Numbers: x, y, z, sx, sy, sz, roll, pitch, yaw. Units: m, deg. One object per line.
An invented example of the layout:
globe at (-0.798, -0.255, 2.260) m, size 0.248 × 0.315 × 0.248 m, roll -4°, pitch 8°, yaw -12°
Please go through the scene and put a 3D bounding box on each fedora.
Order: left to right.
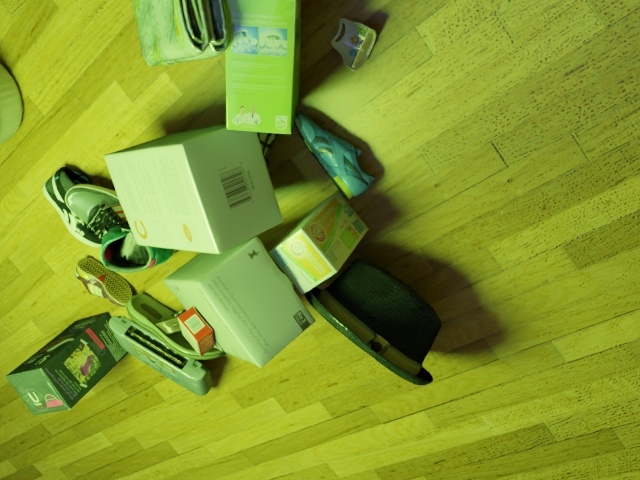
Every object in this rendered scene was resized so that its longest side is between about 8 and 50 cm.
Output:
fedora at (0.132, 0.150, 1.268) m, size 0.334 × 0.334 × 0.152 m, roll 38°, pitch 92°, yaw 1°

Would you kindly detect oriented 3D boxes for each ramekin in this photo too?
ramekin at (-0.861, -0.344, 1.473) m, size 0.273 × 0.127 × 0.272 m, roll 11°, pitch 121°, yaw 19°

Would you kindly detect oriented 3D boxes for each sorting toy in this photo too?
sorting toy at (0.058, -0.371, 1.111) m, size 0.075 × 0.045 × 0.083 m, roll 35°, pitch 126°, yaw 12°

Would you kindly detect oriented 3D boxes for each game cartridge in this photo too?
game cartridge at (-0.431, 0.319, 1.640) m, size 0.297 × 0.062 × 0.198 m, roll 28°, pitch 149°, yaw 10°

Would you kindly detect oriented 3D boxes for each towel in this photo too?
towel at (-0.267, -0.472, 1.036) m, size 0.374 × 0.090 × 0.320 m, roll 24°, pitch 121°, yaw 59°

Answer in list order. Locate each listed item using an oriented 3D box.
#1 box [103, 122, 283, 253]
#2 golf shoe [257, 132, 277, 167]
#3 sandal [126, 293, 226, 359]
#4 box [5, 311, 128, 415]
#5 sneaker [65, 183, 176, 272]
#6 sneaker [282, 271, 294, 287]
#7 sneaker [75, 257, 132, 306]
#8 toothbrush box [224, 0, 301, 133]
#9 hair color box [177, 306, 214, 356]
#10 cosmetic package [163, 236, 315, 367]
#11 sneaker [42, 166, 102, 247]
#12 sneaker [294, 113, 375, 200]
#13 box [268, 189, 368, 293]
box at (-0.268, -0.109, 1.236) m, size 0.345 × 0.168 × 0.215 m, roll 4°, pitch 116°, yaw 48°
golf shoe at (-0.143, -0.197, 1.260) m, size 0.077 × 0.094 × 0.198 m, roll 17°, pitch 121°, yaw 15°
sandal at (-0.374, 0.217, 1.578) m, size 0.303 × 0.120 × 0.086 m, roll 29°, pitch 111°, yaw 7°
box at (-0.697, 0.343, 1.687) m, size 0.165 × 0.270 × 0.143 m, roll -17°, pitch 109°, yaw 30°
sneaker at (-0.497, -0.021, 1.428) m, size 0.296 × 0.178 × 0.123 m, roll 30°, pitch 107°, yaw -6°
sneaker at (-0.075, 0.088, 1.424) m, size 0.044 × 0.040 × 0.109 m, roll 27°, pitch 129°, yaw -12°
sneaker at (-0.594, 0.127, 1.656) m, size 0.185 × 0.069 × 0.084 m, roll 40°, pitch 134°, yaw 7°
toothbrush box at (-0.096, -0.358, 1.068) m, size 0.122 × 0.206 × 0.283 m, roll 3°, pitch 119°, yaw 1°
hair color box at (-0.274, 0.203, 1.331) m, size 0.072 × 0.043 × 0.141 m, roll 48°, pitch 158°, yaw 12°
cosmetic package at (-0.191, 0.126, 1.310) m, size 0.217 × 0.156 × 0.385 m, roll 55°, pitch 160°, yaw -10°
sneaker at (-0.604, -0.089, 1.528) m, size 0.121 × 0.079 × 0.217 m, roll -35°, pitch 99°, yaw 33°
sneaker at (0.027, -0.183, 1.220) m, size 0.082 × 0.069 × 0.209 m, roll -38°, pitch 89°, yaw 1°
box at (0.000, 0.000, 1.236) m, size 0.103 × 0.203 × 0.114 m, roll -35°, pitch 99°, yaw 34°
